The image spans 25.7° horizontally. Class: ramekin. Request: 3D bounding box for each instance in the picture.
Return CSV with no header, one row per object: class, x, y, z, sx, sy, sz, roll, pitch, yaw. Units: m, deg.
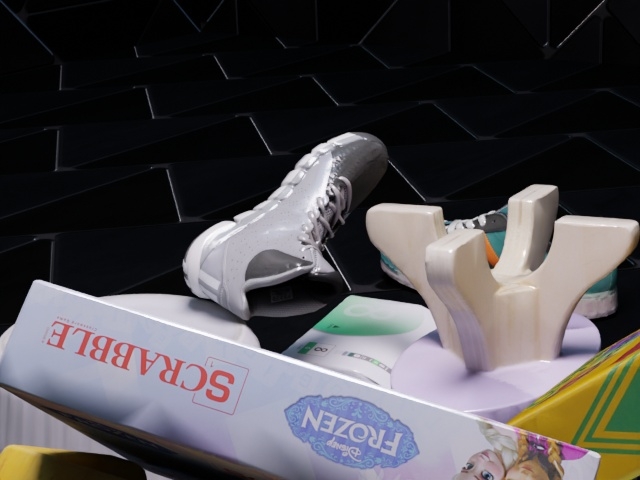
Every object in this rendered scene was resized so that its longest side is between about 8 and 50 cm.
ramekin,-0.167,0.138,1.212,0.272,0.127,0.273,-1,16,0

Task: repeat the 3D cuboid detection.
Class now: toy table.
toy table,0.161,0.053,1.267,0.252,0.161,0.274,1,16,17

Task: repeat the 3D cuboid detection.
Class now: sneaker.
sneaker,0.000,0.000,1.255,0.228,0.086,0.132,-38,43,-17
sneaker,0.203,0.003,1.615,0.302,0.121,0.108,9,20,33

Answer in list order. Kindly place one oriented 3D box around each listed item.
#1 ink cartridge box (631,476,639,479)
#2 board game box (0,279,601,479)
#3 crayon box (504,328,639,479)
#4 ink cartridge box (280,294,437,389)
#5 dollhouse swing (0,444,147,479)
ink cartridge box,0.309,0.224,1.006,0.208,0.045,0.206,18,26,35
board game box,0.005,0.137,0.858,0.318,0.066,0.318,16,-14,13
crayon box,0.269,0.105,1.066,0.318,0.081,0.202,-37,-8,36
ink cartridge box,0.094,0.118,1.377,0.224,0.056,0.181,4,19,24
dollhouse swing,-0.019,0.293,0.812,0.346,0.305,0.315,10,62,32
